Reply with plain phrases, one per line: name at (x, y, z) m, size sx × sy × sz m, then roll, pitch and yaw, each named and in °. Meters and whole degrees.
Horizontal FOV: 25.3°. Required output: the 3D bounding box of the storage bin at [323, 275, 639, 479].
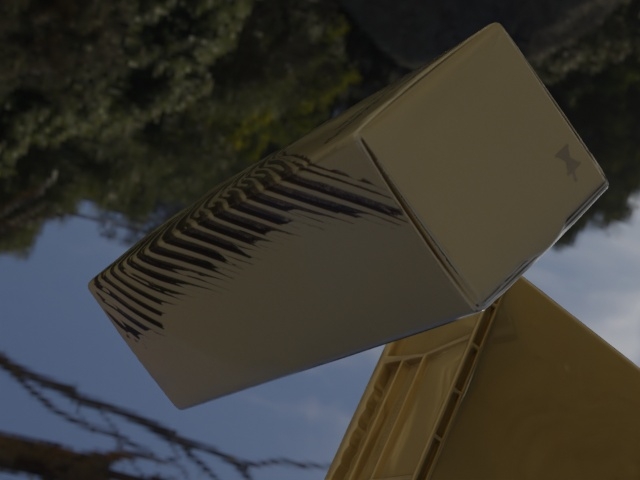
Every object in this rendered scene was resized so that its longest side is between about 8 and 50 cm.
storage bin at (0.147, 0.195, 0.980) m, size 0.262 × 0.123 × 0.260 m, roll 37°, pitch -123°, yaw -16°

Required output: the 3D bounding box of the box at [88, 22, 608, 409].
box at (0.000, 0.000, 0.704) m, size 0.113 × 0.275 × 0.094 m, roll -40°, pitch -82°, yaw -36°
